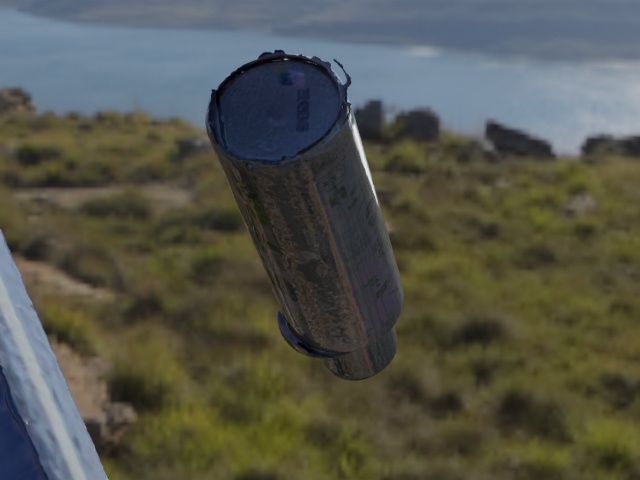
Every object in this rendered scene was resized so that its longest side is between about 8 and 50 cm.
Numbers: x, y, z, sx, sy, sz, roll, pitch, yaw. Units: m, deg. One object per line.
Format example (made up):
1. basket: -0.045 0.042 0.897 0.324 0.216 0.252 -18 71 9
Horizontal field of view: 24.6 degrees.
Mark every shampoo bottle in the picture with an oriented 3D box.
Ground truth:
1. shampoo bottle: 0.000 0.000 0.723 0.072 0.214 0.072 -7 55 9

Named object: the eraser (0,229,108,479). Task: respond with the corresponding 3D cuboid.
1. eraser: -0.101 0.048 0.353 0.082 0.225 0.036 -31 -20 12
